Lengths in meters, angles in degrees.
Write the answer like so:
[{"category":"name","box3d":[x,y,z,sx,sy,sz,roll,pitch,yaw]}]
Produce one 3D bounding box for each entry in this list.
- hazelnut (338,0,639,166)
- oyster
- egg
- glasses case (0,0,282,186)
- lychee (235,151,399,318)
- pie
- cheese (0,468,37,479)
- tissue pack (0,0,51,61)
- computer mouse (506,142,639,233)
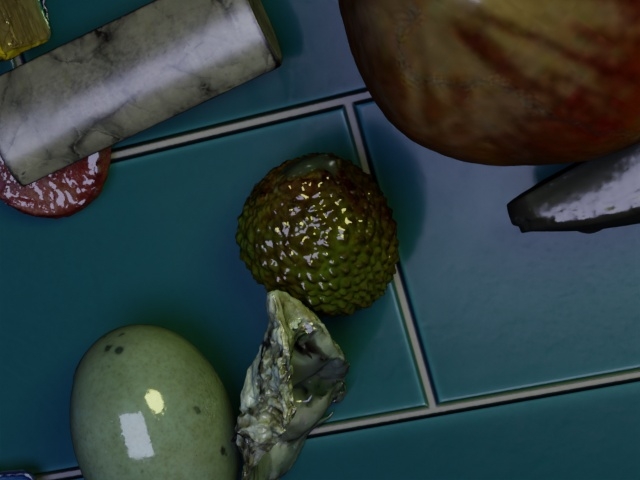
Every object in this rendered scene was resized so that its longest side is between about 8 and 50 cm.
[{"category":"hazelnut","box3d":[0.186,-0.252,1.518,0.359,0.359,0.409,20,126,10]},{"category":"oyster","box3d":[-0.039,0.170,1.783,0.087,0.252,0.199,39,90,25]},{"category":"egg","box3d":[-0.170,0.200,1.850,0.169,0.169,0.237,-9,102,19]},{"category":"glasses case","box3d":[-0.190,-0.162,1.784,0.299,0.060,0.114,-25,91,13]},{"category":"lychee","box3d":[0.000,0.000,1.751,0.171,0.171,0.171,5,107,15]},{"category":"pie","box3d":[-0.284,-0.095,1.868,0.154,0.036,0.154,4,105,15]},{"category":"cheese","box3d":[-0.445,0.306,2.016,0.286,0.074,0.189,-5,105,14]},{"category":"tissue pack","box3d":[-0.438,-0.245,1.816,0.270,0.134,0.192,-14,102,20]},{"category":"computer mouse","box3d":[0.302,-0.062,1.651,0.269,0.137,0.086,-28,90,21]}]
